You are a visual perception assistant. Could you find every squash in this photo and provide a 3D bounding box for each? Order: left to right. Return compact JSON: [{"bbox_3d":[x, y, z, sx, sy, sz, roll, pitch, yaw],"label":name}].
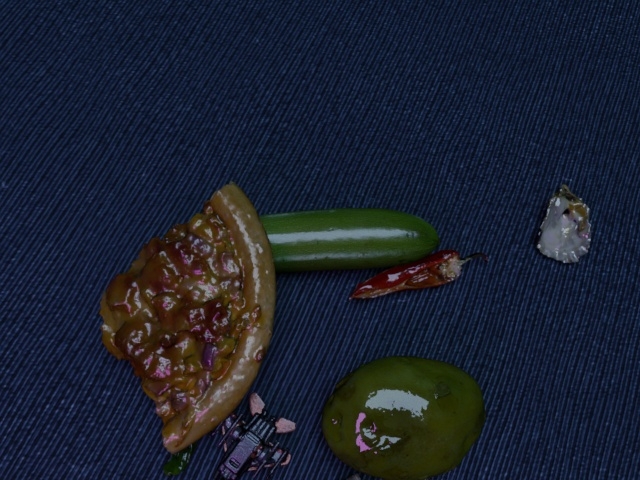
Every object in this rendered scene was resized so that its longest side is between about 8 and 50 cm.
[{"bbox_3d":[0.000,0.000,1.135,0.395,0.107,0.107,-4,69,-5],"label":"squash"}]

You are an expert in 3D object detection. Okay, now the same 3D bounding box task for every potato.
[{"bbox_3d":[0.128,0.266,1.026,0.253,0.148,0.186,-12,68,-12],"label":"potato"}]

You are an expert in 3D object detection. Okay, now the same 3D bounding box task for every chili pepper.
[{"bbox_3d":[-0.208,0.311,1.025,0.030,0.034,0.091,3,64,29],"label":"chili pepper"},{"bbox_3d":[0.168,0.057,1.173,0.268,0.059,0.050,-16,30,-12],"label":"chili pepper"}]

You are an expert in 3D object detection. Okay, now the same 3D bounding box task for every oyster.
[{"bbox_3d":[0.442,-0.028,1.247,0.121,0.045,0.146,-20,80,-19],"label":"oyster"}]

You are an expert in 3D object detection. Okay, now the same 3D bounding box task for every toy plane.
[{"bbox_3d":[-0.124,0.326,1.010,0.130,0.061,0.189,36,67,6],"label":"toy plane"}]

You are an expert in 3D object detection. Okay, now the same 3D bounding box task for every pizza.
[{"bbox_3d":[-0.199,0.102,1.024,0.277,0.114,0.409,15,78,13],"label":"pizza"}]

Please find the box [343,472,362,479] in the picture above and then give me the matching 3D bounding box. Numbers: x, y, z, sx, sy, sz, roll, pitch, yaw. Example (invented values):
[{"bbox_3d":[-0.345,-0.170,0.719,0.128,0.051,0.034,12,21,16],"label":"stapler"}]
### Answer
[{"bbox_3d":[0.028,0.398,1.013,0.098,0.045,0.062,-28,74,-17],"label":"box"}]
